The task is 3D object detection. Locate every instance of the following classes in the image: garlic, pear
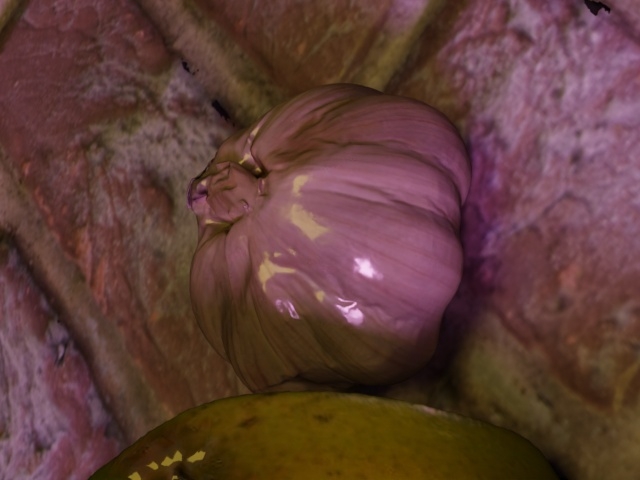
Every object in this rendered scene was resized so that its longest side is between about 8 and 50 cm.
[{"bbox_3d":[-0.002,-0.002,1.173,0.228,0.152,0.228,-21,58,36],"label":"garlic"},{"bbox_3d":[-0.024,0.218,0.985,0.286,0.282,0.176,-46,34,25],"label":"pear"}]
